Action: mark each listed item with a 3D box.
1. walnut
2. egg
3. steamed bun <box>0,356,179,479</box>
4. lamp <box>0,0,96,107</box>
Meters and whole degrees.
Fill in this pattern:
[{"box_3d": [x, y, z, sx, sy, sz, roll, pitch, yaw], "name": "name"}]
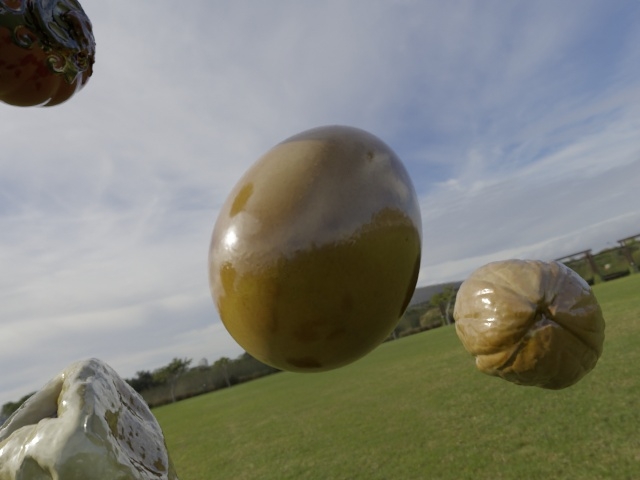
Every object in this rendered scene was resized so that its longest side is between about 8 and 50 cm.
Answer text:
[{"box_3d": [0.419, 0.171, 0.911, 0.277, 0.251, 0.313, 4, -16, 9], "name": "walnut"}, {"box_3d": [0.000, 0.000, 0.546, 0.250, 0.322, 0.250, 15, -26, 7], "name": "egg"}, {"box_3d": [-0.220, 0.204, 0.366, 0.155, 0.140, 0.172, -34, 22, -16], "name": "steamed bun"}, {"box_3d": [-0.451, -0.316, 0.664, 0.227, 0.226, 0.227, -15, -13, -4], "name": "lamp"}]
